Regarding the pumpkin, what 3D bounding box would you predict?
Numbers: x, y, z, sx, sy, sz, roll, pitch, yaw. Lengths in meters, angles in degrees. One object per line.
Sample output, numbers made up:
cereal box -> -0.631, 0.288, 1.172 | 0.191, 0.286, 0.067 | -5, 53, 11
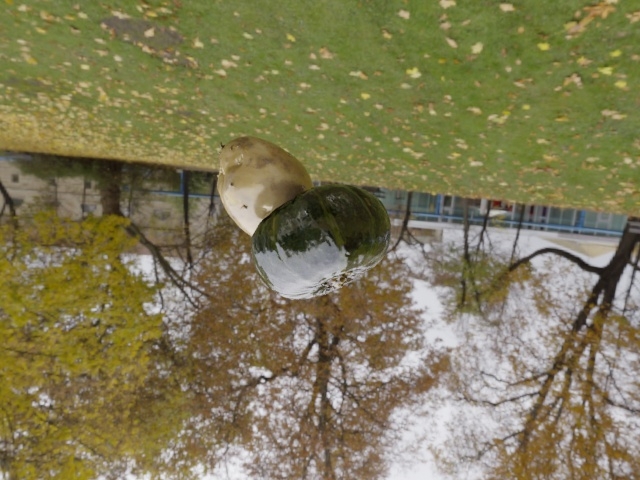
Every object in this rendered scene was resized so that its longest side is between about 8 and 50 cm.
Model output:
pumpkin -> 0.000, 0.000, 0.749 | 0.224, 0.157, 0.223 | -22, 169, -5

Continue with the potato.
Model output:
potato -> -0.090, -0.071, 0.856 | 0.161, 0.234, 0.128 | -14, -149, 11
